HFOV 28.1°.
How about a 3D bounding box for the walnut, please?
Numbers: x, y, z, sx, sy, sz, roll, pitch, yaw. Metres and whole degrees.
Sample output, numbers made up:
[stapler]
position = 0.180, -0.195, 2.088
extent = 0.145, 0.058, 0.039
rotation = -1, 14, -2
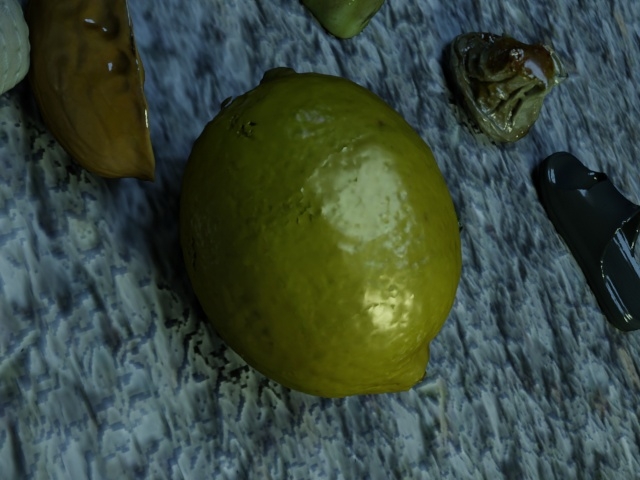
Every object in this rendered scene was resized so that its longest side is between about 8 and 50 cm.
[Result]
[walnut]
position = -0.192, -0.143, 1.020
extent = 0.087, 0.167, 0.211
rotation = -10, 82, -17

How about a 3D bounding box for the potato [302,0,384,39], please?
[potato]
position = 0.006, -0.362, 1.363
extent = 0.271, 0.111, 0.160
rotation = 53, 43, -9

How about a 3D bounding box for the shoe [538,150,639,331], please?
[shoe]
position = 0.360, -0.010, 1.554
extent = 0.108, 0.093, 0.241
rotation = -28, 92, -49

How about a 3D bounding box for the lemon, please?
[lemon]
position = -0.002, -0.004, 1.060
extent = 0.236, 0.236, 0.263
rotation = 9, 58, -44

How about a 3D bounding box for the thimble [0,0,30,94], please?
[thimble]
position = -0.279, -0.153, 0.952
extent = 0.090, 0.102, 0.115
rotation = -53, 141, -47

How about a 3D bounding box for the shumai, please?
[shumai]
position = 0.227, -0.190, 1.493
extent = 0.146, 0.116, 0.145
rotation = 26, 50, -36

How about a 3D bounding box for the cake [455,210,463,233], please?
[cake]
position = 0.016, -0.040, 1.255
extent = 0.235, 0.099, 0.100
rotation = 39, 42, 5
